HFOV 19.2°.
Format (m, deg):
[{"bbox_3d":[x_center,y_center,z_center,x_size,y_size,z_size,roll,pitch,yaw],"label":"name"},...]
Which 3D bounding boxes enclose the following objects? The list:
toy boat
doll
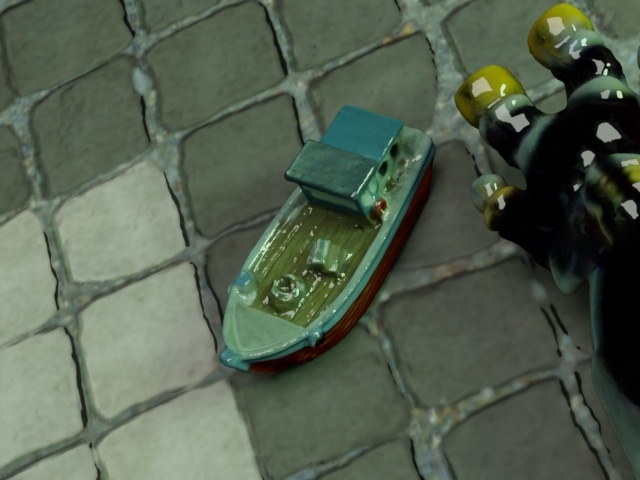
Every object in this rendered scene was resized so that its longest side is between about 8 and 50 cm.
[{"bbox_3d":[0.000,0.000,0.989,0.069,0.059,0.173,20,69,34],"label":"toy boat"},{"bbox_3d":[0.166,0.017,0.870,0.145,0.103,0.316,-27,56,-9],"label":"doll"}]
